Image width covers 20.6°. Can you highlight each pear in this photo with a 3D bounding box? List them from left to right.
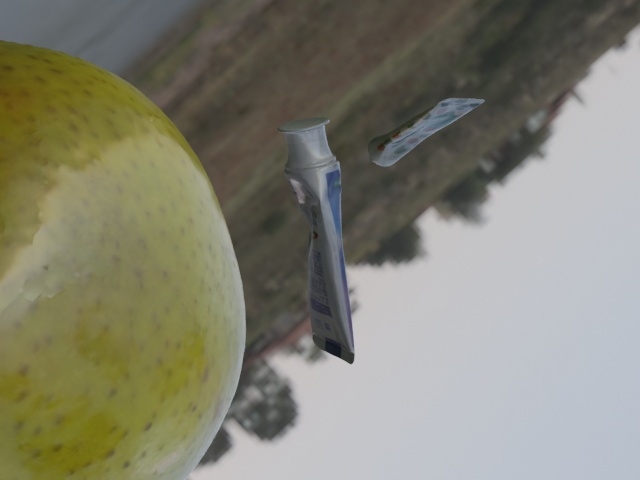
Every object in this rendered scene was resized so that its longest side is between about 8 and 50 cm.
[{"bbox_3d":[-0.229,0.042,1.160,0.362,0.362,0.418,-43,163,-9],"label":"pear"}]

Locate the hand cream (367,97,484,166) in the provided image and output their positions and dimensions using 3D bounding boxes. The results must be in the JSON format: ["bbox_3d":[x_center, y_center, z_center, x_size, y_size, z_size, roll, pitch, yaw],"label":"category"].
[{"bbox_3d":[0.103,-0.118,1.862,0.057,0.037,0.165,-3,164,-36],"label":"hand cream"}]

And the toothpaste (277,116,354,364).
[{"bbox_3d":[0.000,0.000,1.923,0.061,0.266,0.096,-14,-164,-23],"label":"toothpaste"}]
